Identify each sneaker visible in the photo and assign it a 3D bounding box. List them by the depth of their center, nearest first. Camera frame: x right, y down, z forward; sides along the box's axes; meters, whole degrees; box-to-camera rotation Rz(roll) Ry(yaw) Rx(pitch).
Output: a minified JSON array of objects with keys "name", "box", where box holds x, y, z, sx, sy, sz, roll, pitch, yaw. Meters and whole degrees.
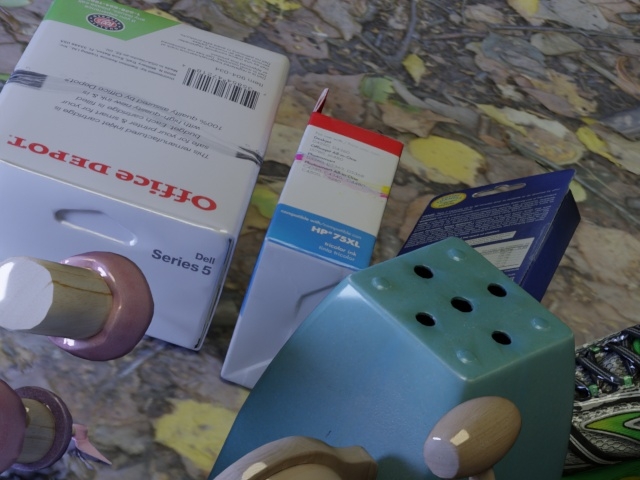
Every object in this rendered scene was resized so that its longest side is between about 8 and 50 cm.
[{"name":"sneaker","box":[0.209,0.106,1.369,0.344,0.146,0.134,2,38,-23]}]

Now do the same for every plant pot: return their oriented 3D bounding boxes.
[{"name":"plant pot","box":[0.052,0.127,1.181,0.166,0.234,0.165,-18,49,-43]}]

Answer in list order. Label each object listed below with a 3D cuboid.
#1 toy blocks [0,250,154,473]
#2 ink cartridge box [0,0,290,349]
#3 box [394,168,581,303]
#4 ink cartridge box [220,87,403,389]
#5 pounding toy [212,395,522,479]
[{"name":"toy blocks","box":[-0.284,0.052,1.180,0.288,0.309,0.260,45,7,15]},{"name":"ink cartridge box","box":[-0.147,-0.062,1.450,0.198,0.114,0.273,18,34,-2]},{"name":"box","box":[0.120,0.017,1.480,0.136,0.036,0.225,-11,24,27]},{"name":"ink cartridge box","box":[0.000,0.000,1.420,0.078,0.134,0.231,19,35,0]},{"name":"pounding toy","box":[0.010,0.205,1.024,0.155,0.269,0.154,41,31,28]}]
